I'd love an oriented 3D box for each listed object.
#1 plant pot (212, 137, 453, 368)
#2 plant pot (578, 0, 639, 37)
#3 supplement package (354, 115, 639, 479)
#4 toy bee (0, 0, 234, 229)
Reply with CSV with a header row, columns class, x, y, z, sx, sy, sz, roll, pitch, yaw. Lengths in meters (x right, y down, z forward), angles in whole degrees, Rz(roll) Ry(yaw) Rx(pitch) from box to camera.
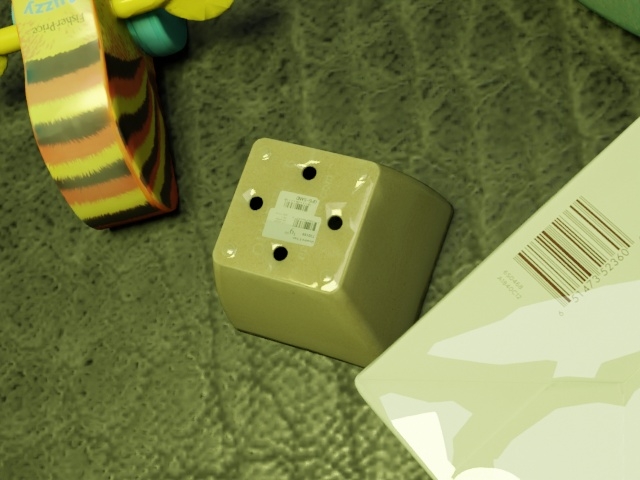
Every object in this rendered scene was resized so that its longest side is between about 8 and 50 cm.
class,x,y,z,sx,sy,sz,roll,pitch,yaw
plant pot,0.000,0.000,0.607,0.109,0.096,0.109,15,76,21
plant pot,0.182,-0.261,0.574,0.252,0.248,0.247,30,82,41
supplement package,0.152,0.069,0.480,0.194,0.203,0.149,-42,65,-1
toy bee,-0.167,-0.162,0.679,0.195,0.162,0.298,-34,66,5
